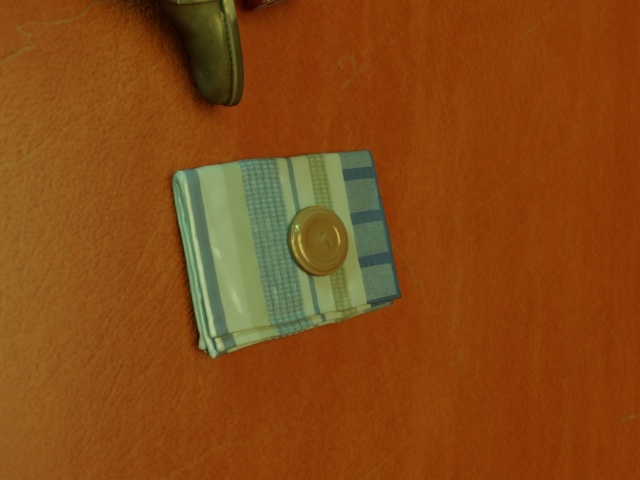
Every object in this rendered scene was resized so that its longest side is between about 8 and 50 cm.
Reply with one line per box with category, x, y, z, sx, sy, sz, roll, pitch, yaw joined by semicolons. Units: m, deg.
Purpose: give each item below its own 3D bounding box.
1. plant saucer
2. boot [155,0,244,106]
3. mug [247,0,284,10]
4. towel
plant saucer;0.000;0.000;0.963;0.083;0.013;0.084;6;80;-35
boot;-0.164;-0.274;0.849;0.115;0.112;0.305;-27;114;-24
mug;-0.051;-0.365;0.941;0.150;0.113;0.169;-27;104;-31
towel;-0.033;0.005;0.968;0.285;0.034;0.209;-11;90;-36
